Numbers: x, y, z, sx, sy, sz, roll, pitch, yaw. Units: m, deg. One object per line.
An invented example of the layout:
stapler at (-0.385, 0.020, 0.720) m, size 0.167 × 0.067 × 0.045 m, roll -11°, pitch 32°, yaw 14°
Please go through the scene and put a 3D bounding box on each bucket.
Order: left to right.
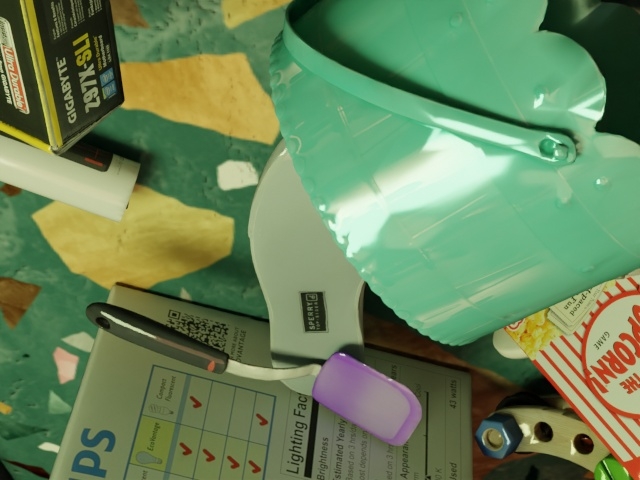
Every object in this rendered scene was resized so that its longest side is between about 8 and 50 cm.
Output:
bucket at (0.110, -0.080, 0.765) m, size 0.183 × 0.281 × 0.281 m, roll -30°, pitch 123°, yaw 23°

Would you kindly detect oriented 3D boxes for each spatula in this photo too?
spatula at (-0.056, 0.105, 1.037) m, size 0.296 × 0.030 × 0.084 m, roll 18°, pitch 138°, yaw -7°

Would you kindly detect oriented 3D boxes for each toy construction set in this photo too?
toy construction set at (0.324, 0.212, 1.104) m, size 0.308 × 0.257 × 0.237 m, roll 17°, pitch 134°, yaw -40°

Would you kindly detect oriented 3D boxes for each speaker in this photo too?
speaker at (-0.220, -0.061, 1.017) m, size 0.136 × 0.055 × 0.055 m, roll 20°, pitch 131°, yaw -12°

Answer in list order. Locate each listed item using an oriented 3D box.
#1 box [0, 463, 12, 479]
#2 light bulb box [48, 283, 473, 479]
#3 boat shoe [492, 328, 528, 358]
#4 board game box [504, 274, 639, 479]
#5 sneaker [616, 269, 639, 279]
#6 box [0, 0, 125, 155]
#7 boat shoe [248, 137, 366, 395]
box at (-0.422, 0.299, 1.344) m, size 0.156 × 0.093 × 0.158 m, roll -9°, pitch 130°, yaw 14°
light bulb box at (-0.065, 0.270, 1.099) m, size 0.361 × 0.358 × 0.225 m, roll 15°, pitch 130°, yaw -6°
boat shoe at (0.244, 0.067, 1.086) m, size 0.184 × 0.066 × 0.063 m, roll -30°, pitch 122°, yaw 17°
board game box at (0.247, 0.073, 0.981) m, size 0.045 × 0.193 × 0.147 m, roll 9°, pitch 124°, yaw -47°
sneaker at (0.159, -0.027, 0.995) m, size 0.232 × 0.115 × 0.090 m, roll 1°, pitch 170°, yaw 34°
box at (-0.259, -0.238, 0.769) m, size 0.257 × 0.079 × 0.322 m, roll 26°, pitch 139°, yaw 26°
boat shoe at (0.004, 0.000, 1.017) m, size 0.113 × 0.105 × 0.306 m, roll -2°, pitch 137°, yaw 4°
